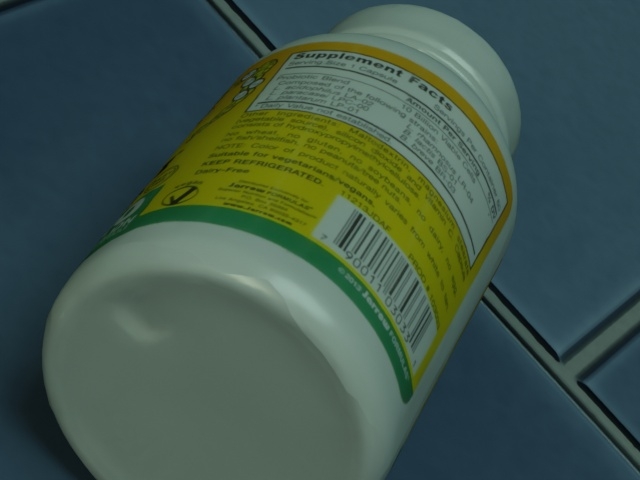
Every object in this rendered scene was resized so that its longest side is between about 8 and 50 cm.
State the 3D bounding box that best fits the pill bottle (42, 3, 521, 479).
[{"bbox_3d":[0.000,0.000,0.684,0.117,0.117,0.208,38,38,-3],"label":"pill bottle"}]
